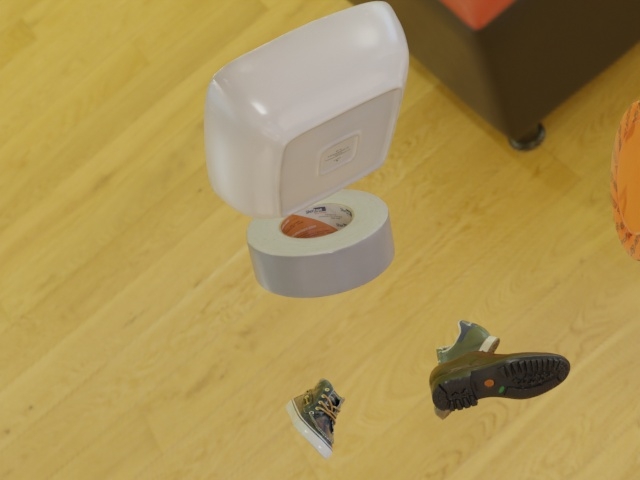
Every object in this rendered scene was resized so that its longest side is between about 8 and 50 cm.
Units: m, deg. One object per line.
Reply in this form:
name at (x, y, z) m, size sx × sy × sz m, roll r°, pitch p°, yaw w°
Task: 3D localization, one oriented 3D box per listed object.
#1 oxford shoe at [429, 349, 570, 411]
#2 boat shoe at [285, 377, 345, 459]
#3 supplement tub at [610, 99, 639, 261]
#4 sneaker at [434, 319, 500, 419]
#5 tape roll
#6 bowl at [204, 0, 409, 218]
oxford shoe at (0.286, 0.207, 1.392) m, size 0.227 × 0.083 × 0.096 m, roll -7°, pitch 25°, yaw 1°
boat shoe at (0.001, 0.264, 1.316) m, size 0.083 × 0.065 × 0.183 m, roll -41°, pitch 16°, yaw -5°
supplement tub at (0.481, -0.062, 0.853) m, size 0.338 × 0.207 × 0.207 m, roll -2°, pitch 61°, yaw 0°
sneaker at (0.244, 0.229, 1.569) m, size 0.086 × 0.064 × 0.192 m, roll 38°, pitch 113°, yaw 22°
tape roll at (0.000, 0.000, 1.301) m, size 0.219 × 0.072 × 0.219 m, roll -8°, pitch 27°, yaw 4°
bowl at (-0.001, -0.074, 0.559) m, size 0.142 × 0.142 × 0.053 m, roll -29°, pitch 67°, yaw -20°
